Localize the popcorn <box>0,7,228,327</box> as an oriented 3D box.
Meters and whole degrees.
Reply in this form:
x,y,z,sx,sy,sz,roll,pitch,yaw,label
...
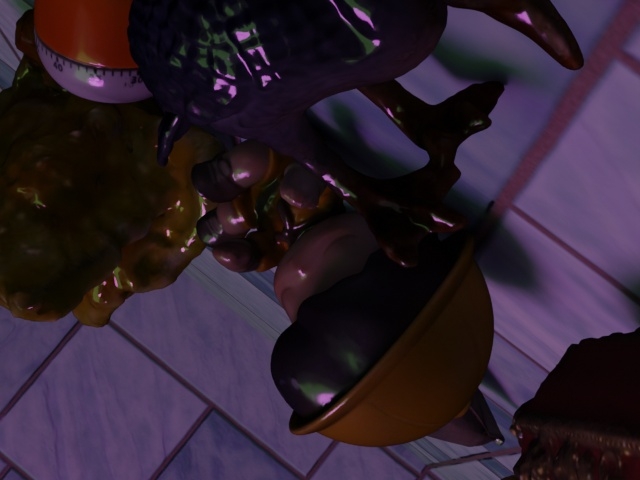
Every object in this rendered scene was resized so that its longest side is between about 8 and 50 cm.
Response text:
x,y,z,sx,sy,sz,roll,pitch,yaw,label
-0.236,-0.044,1.087,0.290,0.326,0.321,57,-157,-68,popcorn

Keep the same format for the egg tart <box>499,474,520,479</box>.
x,y,z,sx,sy,sz,roll,pitch,yaw,label
0.268,0.301,0.953,0.297,0.132,0.297,16,-173,-2,egg tart

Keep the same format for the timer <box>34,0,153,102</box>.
x,y,z,sx,sy,sz,roll,pitch,yaw,label
-0.127,-0.158,0.638,0.136,0.099,0.136,170,90,-72,timer

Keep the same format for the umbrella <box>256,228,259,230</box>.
x,y,z,sx,sy,sz,roll,pitch,yaw,label
0.002,0.000,0.966,0.224,0.071,0.080,35,160,55,umbrella

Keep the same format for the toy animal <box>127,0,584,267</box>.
x,y,z,sx,sy,sz,roll,pitch,yaw,label
-0.007,-0.090,0.498,0.185,0.122,0.298,41,163,-34,toy animal

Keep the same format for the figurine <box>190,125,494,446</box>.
x,y,z,sx,sy,sz,roll,pitch,yaw,label
0.020,0.026,0.772,0.257,0.167,0.192,61,143,20,figurine

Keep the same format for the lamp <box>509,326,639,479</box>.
x,y,z,sx,sy,sz,roll,pitch,yaw,label
0.209,0.125,0.551,0.177,0.177,0.274,40,167,-4,lamp

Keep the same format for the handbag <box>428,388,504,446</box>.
x,y,z,sx,sy,sz,roll,pitch,yaw,label
0.079,0.130,1.107,0.182,0.117,0.270,14,156,35,handbag
